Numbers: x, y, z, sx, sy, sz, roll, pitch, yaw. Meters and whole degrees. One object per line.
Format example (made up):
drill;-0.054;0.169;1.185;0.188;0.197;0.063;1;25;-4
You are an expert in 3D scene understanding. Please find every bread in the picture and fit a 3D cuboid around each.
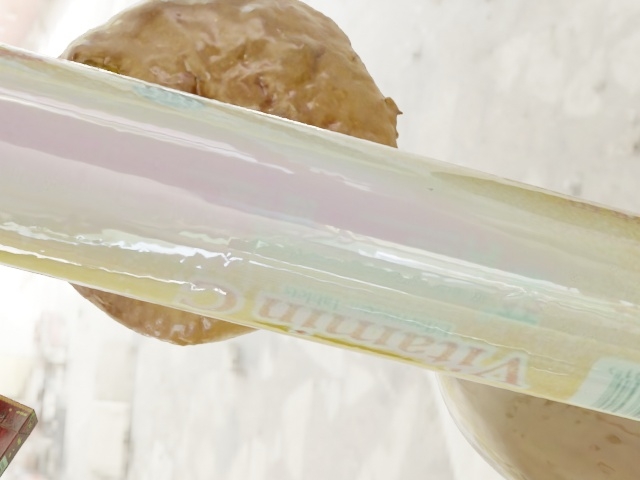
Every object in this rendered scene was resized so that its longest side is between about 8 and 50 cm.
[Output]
bread;-0.092;-0.058;1.226;0.172;0.312;0.312;120;151;-73

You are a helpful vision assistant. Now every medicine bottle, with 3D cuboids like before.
medicine bottle;0.000;0.000;0.647;0.108;0.426;0.108;-165;90;-82

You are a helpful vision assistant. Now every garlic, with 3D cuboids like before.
garlic;0.186;0.140;1.060;0.318;0.112;0.143;31;145;28

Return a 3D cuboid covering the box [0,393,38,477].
box;-0.259;0.156;1.137;0.082;0.051;0.023;-59;-18;-31
